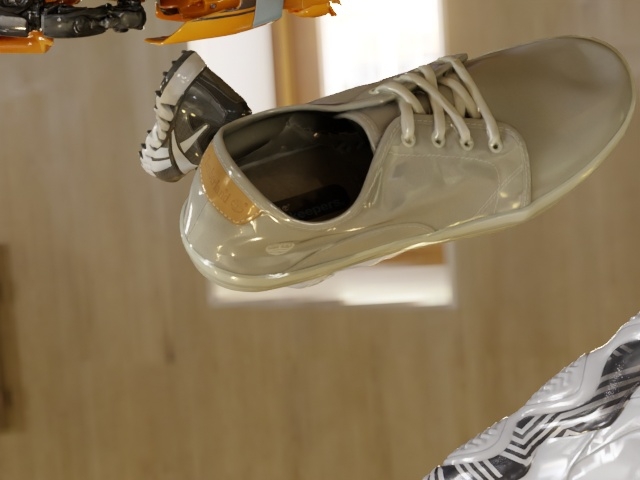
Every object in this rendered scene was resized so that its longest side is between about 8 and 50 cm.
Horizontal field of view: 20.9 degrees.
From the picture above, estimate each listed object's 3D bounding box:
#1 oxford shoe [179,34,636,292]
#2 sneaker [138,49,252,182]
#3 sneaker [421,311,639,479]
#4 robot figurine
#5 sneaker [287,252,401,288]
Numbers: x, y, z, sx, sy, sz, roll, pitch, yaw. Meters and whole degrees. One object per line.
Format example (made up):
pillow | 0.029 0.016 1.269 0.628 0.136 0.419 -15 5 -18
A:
oxford shoe | 0.090 -0.086 1.485 0.449 0.130 0.169 -20 -123 -22
sneaker | -0.120 -0.100 1.763 0.106 0.078 0.234 35 156 4
sneaker | 0.214 0.208 1.255 0.366 0.210 0.137 -42 152 20
robot figurine | -0.137 -0.204 1.233 0.291 0.085 0.211 -9 -134 -14
sneaker | 0.000 0.000 1.756 0.232 0.090 0.115 -6 159 28
